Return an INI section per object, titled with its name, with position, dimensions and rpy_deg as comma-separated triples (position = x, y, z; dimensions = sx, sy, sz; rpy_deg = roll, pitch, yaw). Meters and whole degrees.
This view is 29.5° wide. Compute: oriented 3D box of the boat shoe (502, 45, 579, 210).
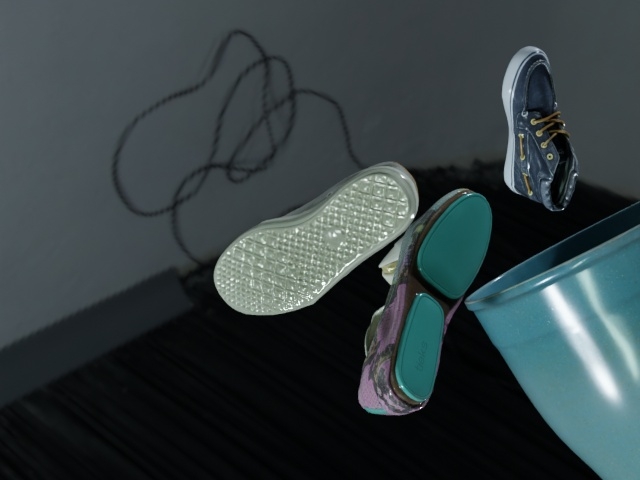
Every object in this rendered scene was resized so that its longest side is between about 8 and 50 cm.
[boat shoe]
position = 0.257, -0.126, 1.385
dimensions = 0.065, 0.083, 0.183
rpy_deg = -20, 123, -25

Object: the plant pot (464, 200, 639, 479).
[plant pot]
position = 0.306, 0.103, 1.070
dimensions = 0.271, 0.255, 0.271
rpy_deg = -28, 178, -1

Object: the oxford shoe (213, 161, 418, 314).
[oxford shoe]
position = 0.000, 0.000, 2.116
dimensions = 0.449, 0.169, 0.130
rpy_deg = -31, -176, 30

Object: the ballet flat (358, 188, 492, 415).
[ballet flat]
position = 0.078, 0.049, 1.022
dimensions = 0.077, 0.079, 0.222
rpy_deg = 41, 54, -28
